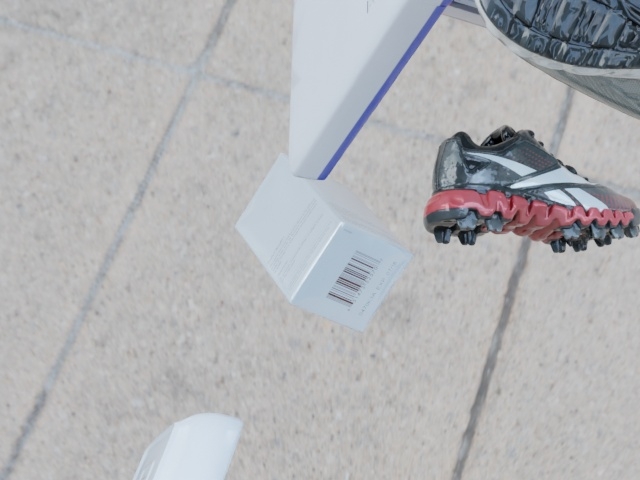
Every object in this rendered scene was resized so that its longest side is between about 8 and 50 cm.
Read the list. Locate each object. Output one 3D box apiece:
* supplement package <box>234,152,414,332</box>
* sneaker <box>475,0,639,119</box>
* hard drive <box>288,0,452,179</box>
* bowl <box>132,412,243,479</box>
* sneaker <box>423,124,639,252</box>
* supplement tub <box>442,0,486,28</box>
[{"bbox_3d":[0.000,0.000,1.206,0.105,0.105,0.179,-57,35,13],"label":"supplement package"},{"bbox_3d":[0.208,-0.103,0.619,0.271,0.108,0.100,27,95,-2],"label":"sneaker"},{"bbox_3d":[0.037,-0.209,0.904,0.040,0.318,0.210,8,67,-15],"label":"hard drive"},{"bbox_3d":[-0.127,0.212,0.937,0.053,0.142,0.142,28,58,-13],"label":"bowl"},{"bbox_3d":[0.240,-0.060,1.242,0.276,0.097,0.135,5,73,-23],"label":"sneaker"},{"bbox_3d":[0.236,-0.276,1.053,0.272,0.191,0.191,18,65,5],"label":"supplement tub"}]
